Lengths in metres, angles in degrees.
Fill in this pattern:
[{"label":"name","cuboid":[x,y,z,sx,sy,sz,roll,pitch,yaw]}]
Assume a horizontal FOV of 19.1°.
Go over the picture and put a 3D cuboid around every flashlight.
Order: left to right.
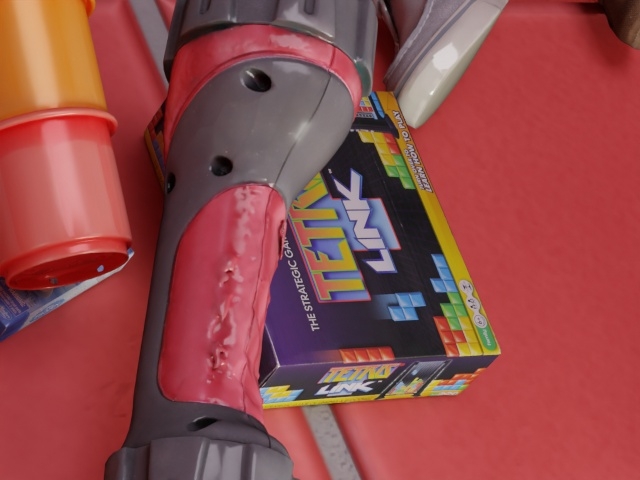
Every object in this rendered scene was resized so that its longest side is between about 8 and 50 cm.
[{"label":"flashlight","cuboid":[-0.034,0.015,0.859,0.103,0.103,0.304,2,60,5]}]

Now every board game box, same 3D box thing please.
[{"label":"board game box","cuboid":[-0.149,-0.006,0.908,0.090,0.020,0.090,49,44,7]},{"label":"board game box","cuboid":[0.000,0.000,0.985,0.141,0.048,0.170,-1,57,-36]}]

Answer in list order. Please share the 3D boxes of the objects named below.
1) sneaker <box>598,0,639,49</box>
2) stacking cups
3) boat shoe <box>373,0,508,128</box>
[{"label":"sneaker","cuboid":[0.184,-0.199,1.269,0.071,0.066,0.188,7,46,-9]},{"label":"stacking cups","cuboid":[-0.159,-0.133,0.894,0.096,0.096,0.316,-2,75,-35]},{"label":"boat shoe","cuboid":[0.066,-0.146,1.133,0.081,0.079,0.227,31,38,-1]}]
